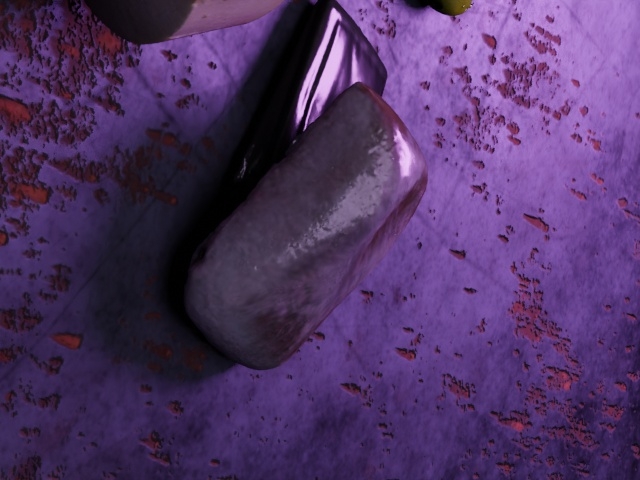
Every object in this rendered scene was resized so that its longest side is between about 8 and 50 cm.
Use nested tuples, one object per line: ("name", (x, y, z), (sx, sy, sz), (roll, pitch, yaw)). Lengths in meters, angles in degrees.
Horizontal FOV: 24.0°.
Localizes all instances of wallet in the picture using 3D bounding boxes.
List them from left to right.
("wallet", (0.001, -0.121, 1.600), (0.168, 0.052, 0.245), (43, 63, -48))

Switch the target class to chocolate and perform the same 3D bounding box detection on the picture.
("chocolate", (0.000, 0.000, 1.524), (0.303, 0.100, 0.185), (-47, 146, -7))

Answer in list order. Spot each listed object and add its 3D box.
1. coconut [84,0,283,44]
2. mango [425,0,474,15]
("coconut", (-0.126, -0.283, 1.295), (0.241, 0.241, 0.241), (-13, 107, -47))
("mango", (0.144, -0.327, 1.698), (0.091, 0.074, 0.165), (-50, 132, -33))
